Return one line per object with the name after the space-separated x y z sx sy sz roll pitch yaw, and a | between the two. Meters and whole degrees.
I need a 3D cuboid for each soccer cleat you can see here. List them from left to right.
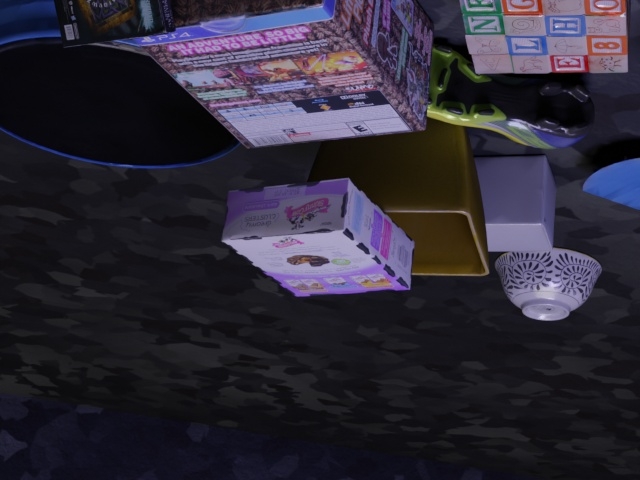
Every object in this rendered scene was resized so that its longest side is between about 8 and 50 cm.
0.190 -0.167 1.921 0.289 0.093 0.121 12 164 -13 | soccer cleat

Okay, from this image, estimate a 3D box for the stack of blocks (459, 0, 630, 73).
0.231 -0.280 1.629 0.171 0.087 0.297 2 158 12 | stack of blocks

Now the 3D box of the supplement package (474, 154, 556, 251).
0.229 -0.049 2.182 0.179 0.105 0.105 0 157 17 | supplement package

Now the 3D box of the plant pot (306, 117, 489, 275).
0.107 -0.080 2.028 0.212 0.187 0.212 1 158 14 | plant pot

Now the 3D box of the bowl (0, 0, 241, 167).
-0.265 -0.198 1.986 0.391 0.077 0.391 5 158 2 | bowl

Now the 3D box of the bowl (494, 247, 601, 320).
0.358 0.077 2.497 0.170 0.080 0.170 5 158 2 | bowl

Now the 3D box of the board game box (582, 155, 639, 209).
0.439 -0.090 2.124 0.169 0.033 0.133 15 152 -34 | board game box

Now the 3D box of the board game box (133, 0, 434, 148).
-0.035 -0.233 1.745 0.232 0.141 0.291 -4 156 24 | board game box

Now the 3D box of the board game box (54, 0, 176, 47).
-0.223 -0.297 1.614 0.126 0.186 0.026 -3 -165 23 | board game box

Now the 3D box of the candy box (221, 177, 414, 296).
0.000 0.000 1.910 0.165 0.070 0.196 -4 156 26 | candy box
